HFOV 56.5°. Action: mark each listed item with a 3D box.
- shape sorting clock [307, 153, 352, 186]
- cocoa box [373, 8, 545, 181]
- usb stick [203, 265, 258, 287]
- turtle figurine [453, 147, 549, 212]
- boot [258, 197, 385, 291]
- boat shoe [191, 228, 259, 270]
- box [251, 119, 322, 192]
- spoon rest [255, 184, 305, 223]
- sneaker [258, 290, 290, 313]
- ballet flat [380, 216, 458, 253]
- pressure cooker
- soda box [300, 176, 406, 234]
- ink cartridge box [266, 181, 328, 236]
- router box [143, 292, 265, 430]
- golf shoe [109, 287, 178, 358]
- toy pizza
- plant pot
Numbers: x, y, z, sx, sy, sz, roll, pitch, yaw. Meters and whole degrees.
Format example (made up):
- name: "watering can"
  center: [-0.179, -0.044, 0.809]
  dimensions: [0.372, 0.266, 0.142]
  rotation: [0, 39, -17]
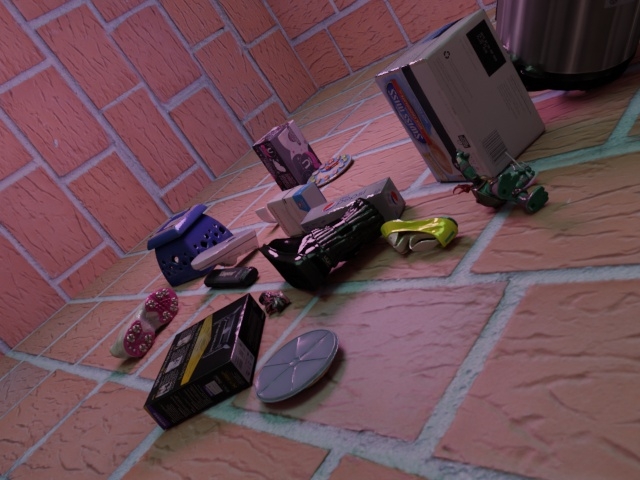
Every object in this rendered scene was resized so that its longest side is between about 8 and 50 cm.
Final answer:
- name: "shape sorting clock"
  center: [0.033, -0.276, 2.337]
  dimensions: [0.206, 0.040, 0.206]
  rotation: [-31, 19, 12]
- name: "cocoa box"
  center: [0.351, -0.352, 1.513]
  dimensions: [0.231, 0.347, 0.228]
  rotation: [-42, 20, -19]
- name: "usb stick"
  center: [-0.292, 0.119, 1.917]
  dimensions: [0.077, 0.045, 0.278]
  rotation: [-45, 22, -30]
- name: "turtle figurine"
  center: [0.382, -0.126, 1.291]
  dimensions: [0.176, 0.118, 0.234]
  rotation: [5, 17, -12]
- name: "boot"
  center: [0.003, 0.003, 1.568]
  dimensions: [0.260, 0.131, 0.348]
  rotation: [-43, 23, -16]
- name: "boat shoe"
  center: [-0.313, 0.049, 2.013]
  dimensions: [0.258, 0.084, 0.095]
  rotation: [-30, 19, -28]
- name: "box"
  center: [-0.127, -0.340, 2.438]
  dimensions: [0.142, 0.247, 0.163]
  rotation: [-6, 34, 52]
- name: "spoon rest"
  center: [-0.125, -0.134, 2.233]
  dimensions: [0.137, 0.084, 0.276]
  rotation: [-13, 15, 45]
- name: "sneaker"
  center: [-0.132, 0.165, 1.551]
  dimensions: [0.119, 0.047, 0.057]
  rotation: [-9, 43, 54]
- name: "ballet flat"
  center: [0.209, -0.007, 1.353]
  dimensions: [0.231, 0.077, 0.077]
  rotation: [-6, 47, 52]
- name: "pressure cooker"
  center: [0.633, -0.582, 1.526]
  dimensions: [0.370, 0.420, 0.375]
  rotation: [11, 50, 20]
- name: "soda box"
  center: [0.089, -0.073, 1.664]
  dimensions: [0.286, 0.098, 0.091]
  rotation: [-21, 24, 36]
- name: "ink cartridge box"
  center: [-0.064, -0.097, 1.912]
  dimensions: [0.191, 0.139, 0.082]
  rotation: [-9, 30, 52]
- name: "router box"
  center: [-0.266, 0.280, 1.429]
  dimensions: [0.243, 0.081, 0.308]
  rotation: [-30, 19, 14]
- name: "golf shoe"
  center: [-0.579, 0.267, 1.944]
  dimensions: [0.140, 0.115, 0.306]
  rotation: [-26, 19, 33]
- name: "toy pizza"
  center: [-0.044, 0.255, 1.196]
  dimensions: [0.201, 0.032, 0.201]
  rotation: [-31, 18, 11]
- name: "plant pot"
  center: [-0.505, 0.008, 2.286]
  dimensions: [0.236, 0.212, 0.236]
  rotation: [-21, 22, 36]
